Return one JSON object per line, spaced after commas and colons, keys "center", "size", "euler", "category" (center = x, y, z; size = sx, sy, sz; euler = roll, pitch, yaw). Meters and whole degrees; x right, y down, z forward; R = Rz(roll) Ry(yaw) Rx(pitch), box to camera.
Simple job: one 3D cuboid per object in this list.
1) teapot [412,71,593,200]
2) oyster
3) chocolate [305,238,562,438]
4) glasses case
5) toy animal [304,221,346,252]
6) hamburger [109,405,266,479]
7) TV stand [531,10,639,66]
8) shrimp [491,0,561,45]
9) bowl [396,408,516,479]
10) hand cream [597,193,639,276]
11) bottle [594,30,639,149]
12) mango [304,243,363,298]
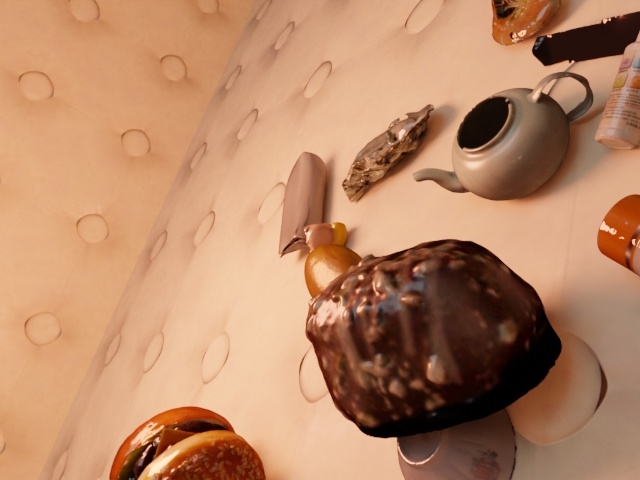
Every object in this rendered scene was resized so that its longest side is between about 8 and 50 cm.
{"center": [0.302, -0.163, 0.884], "size": [0.294, 0.130, 0.193], "euler": [-39, 36, 32], "category": "teapot"}
{"center": [0.148, -0.203, 1.205], "size": [0.252, 0.087, 0.199], "euler": [-55, 19, -6], "category": "oyster"}
{"center": [0.123, 0.113, 0.745], "size": [0.340, 0.210, 0.225], "euler": [-25, 8, 35], "category": "chocolate"}
{"center": [-0.046, -0.086, 1.409], "size": [0.128, 0.083, 0.307], "euler": [-39, 35, 42], "category": "glasses case"}
{"center": [0.000, 0.000, 1.238], "size": [0.082, 0.115, 0.091], "euler": [19, 112, 49], "category": "toy animal"}
{"center": [-0.248, 0.471, 1.017], "size": [0.225, 0.291, 0.290], "euler": [21, 82, 52], "category": "hamburger"}
{"center": [0.462, -0.326, 0.868], "size": [0.257, 0.049, 0.040], "euler": [17, 80, 60], "category": "TV stand"}
{"center": [0.398, -0.480, 1.104], "size": [0.145, 0.061, 0.267], "euler": [-55, 30, 28], "category": "shrimp"}
{"center": [0.164, 0.278, 0.744], "size": [0.189, 0.086, 0.188], "euler": [-37, 37, 34], "category": "bowl"}
{"center": [0.435, 0.052, 0.542], "size": [0.139, 0.089, 0.314], "euler": [-59, 36, 7], "category": "hand cream"}
{"center": [0.449, -0.238, 0.753], "size": [0.060, 0.060, 0.217], "euler": [26, 100, 61], "category": "bottle"}
{"center": [0.042, 0.092, 1.095], "size": [0.136, 0.099, 0.227], "euler": [-47, 39, 13], "category": "mango"}
